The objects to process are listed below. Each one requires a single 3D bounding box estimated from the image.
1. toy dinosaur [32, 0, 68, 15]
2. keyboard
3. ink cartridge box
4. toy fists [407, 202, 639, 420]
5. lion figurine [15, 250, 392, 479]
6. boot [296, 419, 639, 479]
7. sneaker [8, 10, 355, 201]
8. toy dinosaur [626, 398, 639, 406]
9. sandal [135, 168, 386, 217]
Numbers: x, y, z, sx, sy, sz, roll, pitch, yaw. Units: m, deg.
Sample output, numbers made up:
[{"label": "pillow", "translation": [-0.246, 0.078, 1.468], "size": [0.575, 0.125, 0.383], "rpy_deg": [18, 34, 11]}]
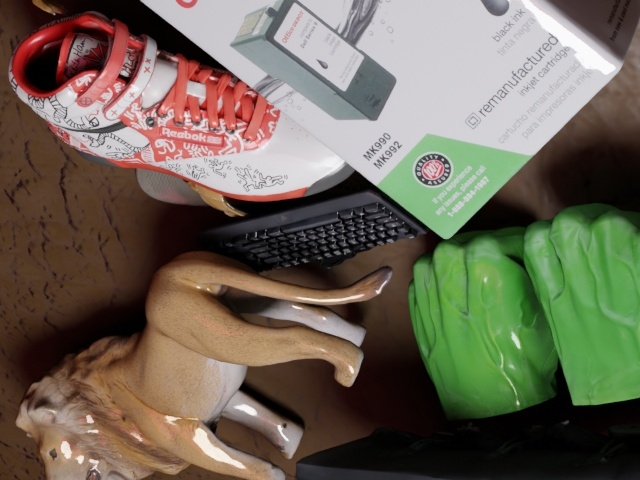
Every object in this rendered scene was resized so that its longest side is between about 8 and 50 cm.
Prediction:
[{"label": "toy dinosaur", "translation": [-0.207, -0.239, 1.358], "size": [0.211, 0.064, 0.112], "rpy_deg": [22, 103, 1]}, {"label": "keyboard", "translation": [0.000, 0.000, 1.428], "size": [0.180, 0.023, 0.108], "rpy_deg": [-12, 155, 34]}, {"label": "ink cartridge box", "translation": [0.049, -0.173, 1.250], "size": [0.289, 0.121, 0.211], "rpy_deg": [37, 129, -7]}, {"label": "toy fists", "translation": [0.174, 0.049, 1.341], "size": [0.279, 0.096, 0.142], "rpy_deg": [-14, 95, 53]}, {"label": "lion figurine", "translation": [-0.107, 0.100, 1.495], "size": [0.240, 0.142, 0.392], "rpy_deg": [27, 132, -2]}, {"label": "boot", "translation": [0.254, 0.213, 1.389], "size": [0.445, 0.146, 0.367], "rpy_deg": [-11, 161, 37]}, {"label": "sneaker", "translation": [-0.107, -0.103, 1.338], "size": [0.270, 0.090, 0.145], "rpy_deg": [8, 162, 26]}, {"label": "toy dinosaur", "translation": [0.330, 0.027, 1.293], "size": [0.121, 0.160, 0.313], "rpy_deg": [5, 146, -20]}, {"label": "sandal", "translation": [-0.050, -0.046, 1.422], "size": [0.219, 0.060, 0.090], "rpy_deg": [11, 127, 14]}]
